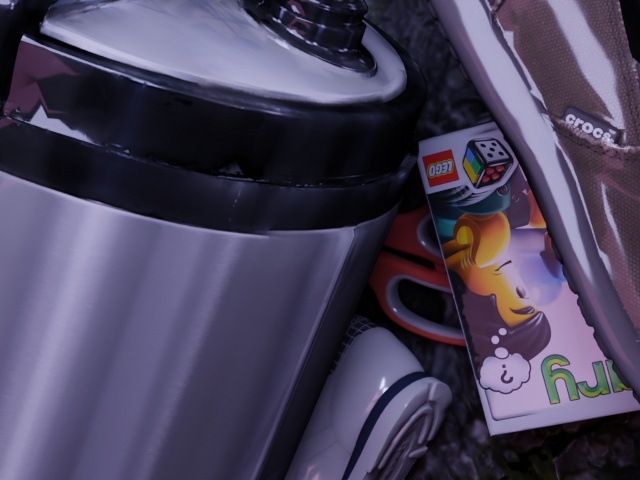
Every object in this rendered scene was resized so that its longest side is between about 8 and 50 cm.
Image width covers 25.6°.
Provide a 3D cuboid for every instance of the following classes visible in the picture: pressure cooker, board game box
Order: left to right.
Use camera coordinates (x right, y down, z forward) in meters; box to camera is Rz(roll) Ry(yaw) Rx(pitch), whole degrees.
[{"bbox_3d":[-0.139,-0.036,0.801,0.420,0.376,0.370,-68,28,22],"label":"pressure cooker"},{"bbox_3d":[0.225,-0.005,0.839,0.305,0.053,0.192,-14,94,22],"label":"board game box"}]

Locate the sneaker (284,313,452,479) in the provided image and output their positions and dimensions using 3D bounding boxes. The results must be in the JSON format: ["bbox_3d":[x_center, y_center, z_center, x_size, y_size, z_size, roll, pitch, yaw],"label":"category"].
[{"bbox_3d":[-0.002,0.162,0.977,0.095,0.090,0.235,41,110,26],"label":"sneaker"}]

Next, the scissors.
[{"bbox_3d":[0.000,0.000,0.969,0.297,0.021,0.109,10,105,21],"label":"scissors"}]

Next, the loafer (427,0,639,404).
[{"bbox_3d":[0.182,-0.041,0.747,0.130,0.134,0.365,-30,87,22],"label":"loafer"}]
